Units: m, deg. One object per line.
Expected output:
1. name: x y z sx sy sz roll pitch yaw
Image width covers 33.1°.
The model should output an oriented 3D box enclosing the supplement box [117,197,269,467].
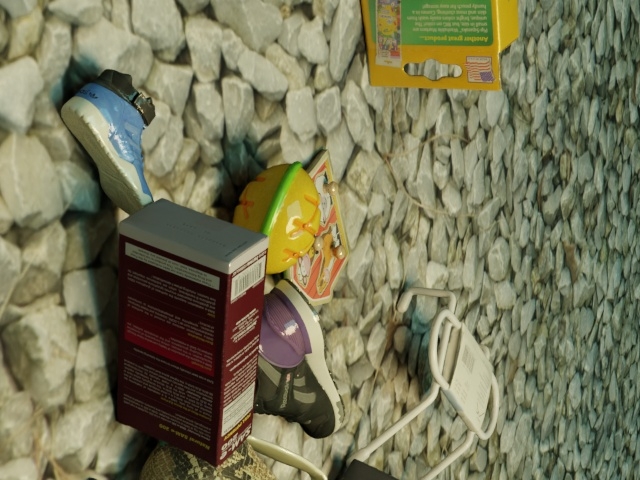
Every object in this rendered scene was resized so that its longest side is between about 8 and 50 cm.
1. supplement box: -0.130 0.092 1.066 0.073 0.130 0.239 -37 141 -53

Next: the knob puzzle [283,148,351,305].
1. knob puzzle: 0.000 0.000 1.396 0.213 0.030 0.213 1 90 -68

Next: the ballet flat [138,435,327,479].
1. ballet flat: -0.018 0.360 1.258 0.483 0.164 0.182 52 40 -27

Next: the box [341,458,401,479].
1. box: 0.202 0.493 1.538 0.179 0.343 0.312 -62 146 -12

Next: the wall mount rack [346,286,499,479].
1. wall mount rack: 0.170 0.255 1.689 0.350 0.130 0.304 53 48 -51

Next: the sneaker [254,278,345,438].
1. sneaker: -0.058 0.169 1.322 0.124 0.107 0.283 -33 140 -16

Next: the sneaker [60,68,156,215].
1. sneaker: -0.185 -0.096 1.052 0.084 0.058 0.152 -52 132 -30

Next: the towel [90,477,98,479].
1. towel: -0.229 0.306 1.085 0.067 0.029 0.119 50 53 -53

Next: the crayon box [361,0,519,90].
1. crayon box: 0.153 -0.370 1.446 0.083 0.203 0.323 -41 130 -51

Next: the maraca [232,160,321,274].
1. maraca: -0.057 -0.007 1.261 0.127 0.099 0.185 -53 164 -64
